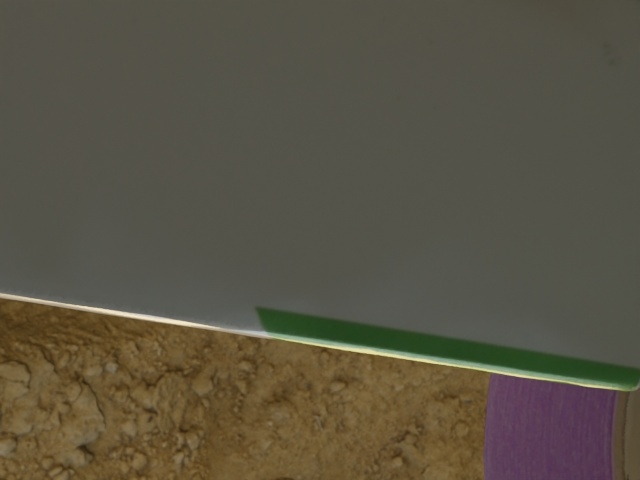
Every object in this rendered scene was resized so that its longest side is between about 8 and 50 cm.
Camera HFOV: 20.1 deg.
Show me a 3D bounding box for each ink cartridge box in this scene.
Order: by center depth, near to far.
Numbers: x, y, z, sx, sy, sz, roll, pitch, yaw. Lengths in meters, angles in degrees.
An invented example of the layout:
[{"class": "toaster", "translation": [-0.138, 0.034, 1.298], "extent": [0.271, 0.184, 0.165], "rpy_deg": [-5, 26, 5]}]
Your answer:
[{"class": "ink cartridge box", "translation": [-0.009, -0.042, 0.461], "extent": [0.160, 0.092, 0.219], "rpy_deg": [9, -171, -6]}]

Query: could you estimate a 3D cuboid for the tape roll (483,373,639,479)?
[{"class": "tape roll", "translation": [0.193, 0.068, 0.556], "extent": [0.275, 0.274, 0.090], "rpy_deg": [7, 174, 26]}]
